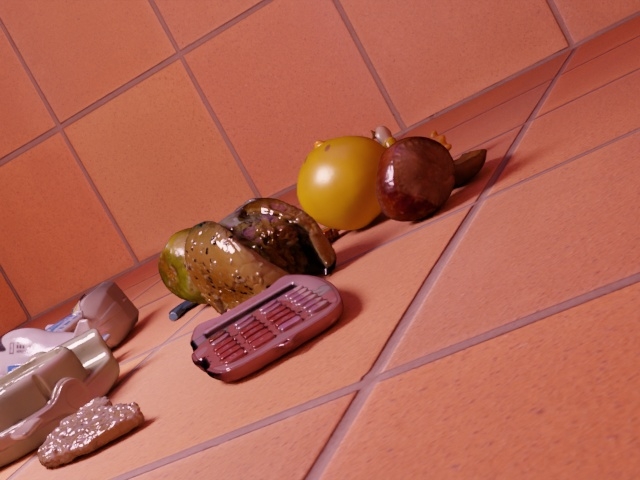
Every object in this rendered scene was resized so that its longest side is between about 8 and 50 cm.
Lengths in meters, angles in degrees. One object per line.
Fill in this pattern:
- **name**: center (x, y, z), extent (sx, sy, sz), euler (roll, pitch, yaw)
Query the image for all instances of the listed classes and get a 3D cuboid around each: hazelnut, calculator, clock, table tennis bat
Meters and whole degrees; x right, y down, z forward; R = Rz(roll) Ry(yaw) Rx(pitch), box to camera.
- **hazelnut**: center (0.155, -0.106, 1.678), extent (0.143, 0.143, 0.154), euler (-15, 55, 62)
- **calculator**: center (-0.077, 0.122, 1.365), extent (0.220, 0.048, 0.329), euler (-29, 10, -10)
- **clock**: center (-0.482, 0.269, 1.592), extent (0.265, 0.109, 0.324), euler (-27, 8, 6)
- **table tennis bat**: center (-0.289, 0.141, 2.111), extent (0.100, 0.019, 0.155), euler (-26, 6, 18)

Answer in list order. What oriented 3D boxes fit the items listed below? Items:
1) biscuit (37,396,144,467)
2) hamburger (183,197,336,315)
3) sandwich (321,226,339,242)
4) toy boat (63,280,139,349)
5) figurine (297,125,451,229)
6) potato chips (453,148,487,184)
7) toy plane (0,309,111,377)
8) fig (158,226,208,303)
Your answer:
- **biscuit**: center (-0.330, 0.266, 1.353), extent (0.133, 0.032, 0.250), euler (-33, 10, -25)
- **hamburger**: center (-0.120, 0.023, 1.692), extent (0.167, 0.192, 0.288), euler (-43, 13, -27)
- **sandwich**: center (0.000, 0.000, 1.958), extent (0.067, 0.029, 0.135), euler (-14, 14, 42)
- **toy boat**: center (-0.493, 0.179, 2.175), extent (0.140, 0.141, 0.269), euler (-26, 10, 16)
- **figurine**: center (0.107, -0.139, 1.957), extent (0.343, 0.187, 0.215), euler (-25, -7, -42)
- **potato chips**: center (0.242, -0.124, 1.825), extent (0.150, 0.049, 0.201), euler (-22, 6, -13)
- **toy plane**: center (-0.539, 0.224, 1.931), extent (0.266, 0.123, 0.267), euler (-17, 22, 7)
- **fig**: center (-0.212, 0.054, 2.000), extent (0.233, 0.167, 0.167), euler (8, -3, -16)
